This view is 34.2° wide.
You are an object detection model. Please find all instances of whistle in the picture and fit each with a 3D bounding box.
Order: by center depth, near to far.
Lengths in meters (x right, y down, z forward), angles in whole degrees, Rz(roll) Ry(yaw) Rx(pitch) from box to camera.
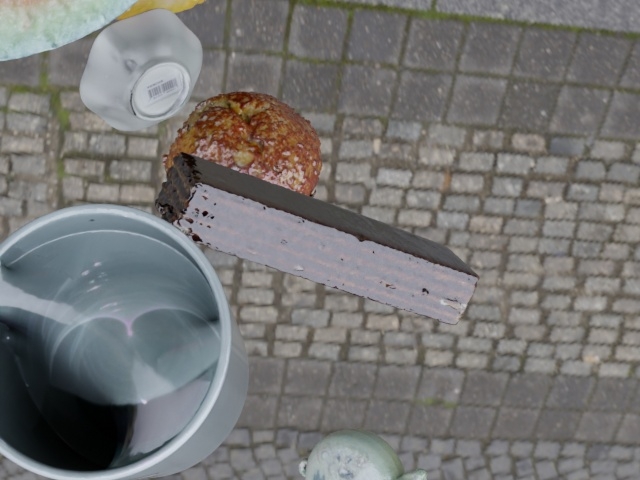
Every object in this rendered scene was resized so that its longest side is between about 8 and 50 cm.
[{"bbox_3d":[0.081,0.285,1.174,0.258,0.067,0.126,10,104,37],"label":"whistle"}]

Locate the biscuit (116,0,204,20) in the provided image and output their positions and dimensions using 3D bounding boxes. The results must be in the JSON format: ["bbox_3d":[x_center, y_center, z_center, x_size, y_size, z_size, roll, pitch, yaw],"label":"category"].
[{"bbox_3d":[-0.226,-0.537,1.597,0.446,0.104,0.429,-37,150,-24],"label":"biscuit"}]

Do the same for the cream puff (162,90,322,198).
[{"bbox_3d":[-0.116,-0.124,1.555,0.240,0.240,0.164,-17,147,5],"label":"cream puff"}]

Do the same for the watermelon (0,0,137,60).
[{"bbox_3d":[-0.184,-0.221,0.542,0.289,0.320,0.214,16,133,-28],"label":"watermelon"}]

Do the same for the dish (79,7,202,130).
[{"bbox_3d":[-0.232,-0.220,1.433,0.190,0.066,0.191,-26,141,-23],"label":"dish"}]

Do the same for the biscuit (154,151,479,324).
[{"bbox_3d":[0.000,0.000,1.192,0.388,0.107,0.073,18,105,-24],"label":"biscuit"}]

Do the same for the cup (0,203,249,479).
[{"bbox_3d":[-0.165,0.106,0.905,0.205,0.206,0.312,-8,166,-1],"label":"cup"}]
